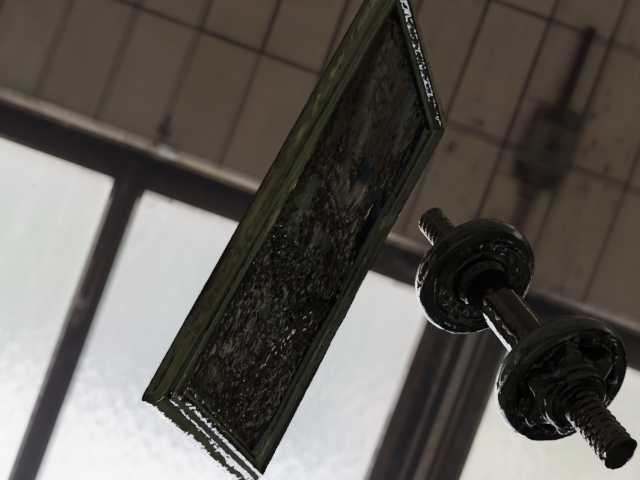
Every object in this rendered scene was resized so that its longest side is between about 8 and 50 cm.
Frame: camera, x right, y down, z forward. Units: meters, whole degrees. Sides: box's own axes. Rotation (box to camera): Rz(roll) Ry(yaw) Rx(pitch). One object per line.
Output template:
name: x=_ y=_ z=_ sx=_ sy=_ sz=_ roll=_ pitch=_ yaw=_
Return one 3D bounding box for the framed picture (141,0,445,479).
framed picture: x=0.000 y=0.000 z=0.602 sx=0.011 sy=0.183 sz=0.142 roll=24 pitch=166 yaw=19

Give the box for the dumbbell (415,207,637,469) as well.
dumbbell: x=0.115 y=0.049 z=0.933 sx=0.081 sy=0.081 sz=0.254 roll=18 pitch=-158 yaw=-31
